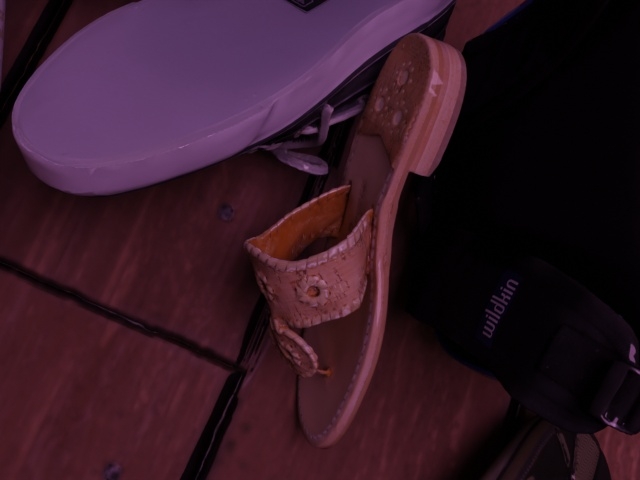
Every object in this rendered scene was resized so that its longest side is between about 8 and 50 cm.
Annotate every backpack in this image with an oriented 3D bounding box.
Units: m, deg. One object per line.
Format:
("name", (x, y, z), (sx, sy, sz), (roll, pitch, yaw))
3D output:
("backpack", (0.166, -0.029, 0.461), (0.213, 0.263, 0.276), (12, 82, -26))

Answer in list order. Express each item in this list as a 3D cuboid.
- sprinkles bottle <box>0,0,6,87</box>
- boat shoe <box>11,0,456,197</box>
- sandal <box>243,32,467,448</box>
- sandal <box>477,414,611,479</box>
("sprinkles bottle", (-0.204, -0.161, 0.376), (0.121, 0.121, 0.355), (3, 92, -21))
("boat shoe", (-0.029, -0.096, 0.479), (0.113, 0.105, 0.306), (35, 55, 21))
("sandal", (-0.002, -0.002, 0.450), (0.079, 0.088, 0.240), (12, 105, -26))
("sandal", (0.070, 0.210, 0.480), (0.303, 0.086, 0.120), (-30, 105, -39))
